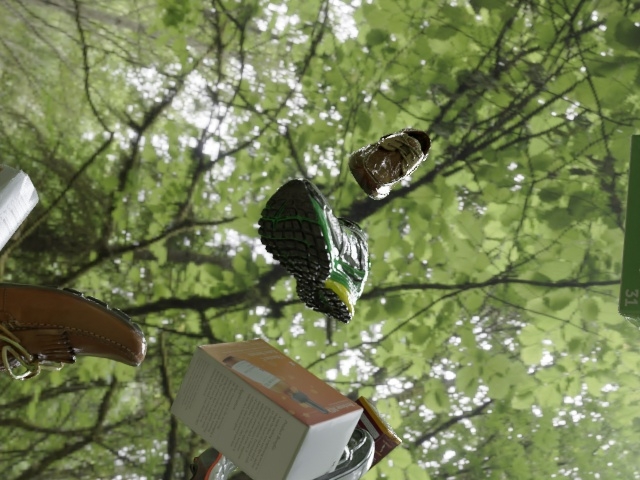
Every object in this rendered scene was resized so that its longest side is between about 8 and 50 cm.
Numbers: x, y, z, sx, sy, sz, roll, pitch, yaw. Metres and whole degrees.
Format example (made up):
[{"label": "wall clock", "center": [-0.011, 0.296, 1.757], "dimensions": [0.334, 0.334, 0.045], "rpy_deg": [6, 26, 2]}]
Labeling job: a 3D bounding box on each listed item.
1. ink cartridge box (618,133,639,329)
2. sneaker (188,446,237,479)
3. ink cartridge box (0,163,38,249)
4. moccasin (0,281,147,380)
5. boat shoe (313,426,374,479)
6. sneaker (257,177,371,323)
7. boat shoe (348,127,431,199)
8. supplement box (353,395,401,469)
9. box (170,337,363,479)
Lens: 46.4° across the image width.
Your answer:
[{"label": "ink cartridge box", "center": [0.286, -0.018, 0.636], "dimensions": [0.056, 0.235, 0.171], "rpy_deg": [-3, -110, 40]}, {"label": "sneaker", "center": [-0.167, 0.336, 1.145], "dimensions": [0.065, 0.158, 0.061], "rpy_deg": [0, -72, 14]}, {"label": "ink cartridge box", "center": [-0.502, 0.013, 0.748], "dimensions": [0.307, 0.072, 0.303], "rpy_deg": [15, -123, 15]}, {"label": "moccasin", "center": [-0.441, 0.133, 1.063], "dimensions": [0.139, 0.380, 0.147], "rpy_deg": [120, -19, -59]}, {"label": "boat shoe", "center": [0.000, 0.370, 1.306], "dimensions": [0.108, 0.301, 0.102], "rpy_deg": [20, -72, 37]}, {"label": "sneaker", "center": [0.000, 0.000, 1.277], "dimensions": [0.134, 0.343, 0.146], "rpy_deg": [17, -116, 25]}, {"label": "boat shoe", "center": [0.164, -0.190, 1.666], "dimensions": [0.120, 0.324, 0.122], "rpy_deg": [-37, -87, 29]}, {"label": "supplement box", "center": [0.057, 0.428, 1.539], "dimensions": [0.188, 0.081, 0.104], "rpy_deg": [-41, -132, 0]}, {"label": "box", "center": [-0.062, 0.197, 0.869], "dimensions": [0.170, 0.130, 0.091], "rpy_deg": [29, -78, 28]}]
